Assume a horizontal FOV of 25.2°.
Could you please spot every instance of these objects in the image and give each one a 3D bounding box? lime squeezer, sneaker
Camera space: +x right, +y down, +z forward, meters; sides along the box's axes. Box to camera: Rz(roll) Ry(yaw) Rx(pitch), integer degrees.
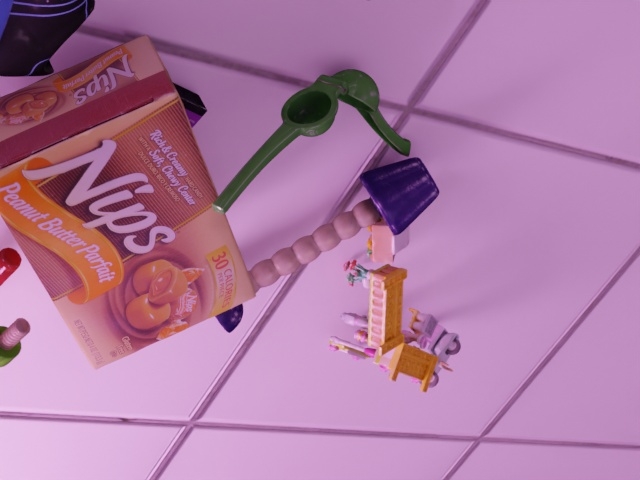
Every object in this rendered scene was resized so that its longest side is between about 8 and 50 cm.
[{"bbox_3d":[0.000,-0.112,1.400,0.310,0.059,0.110,-21,142,-51],"label":"lime squeezer"},{"bbox_3d":[-0.218,-0.226,1.156,0.090,0.081,0.232,5,137,-39],"label":"sneaker"}]

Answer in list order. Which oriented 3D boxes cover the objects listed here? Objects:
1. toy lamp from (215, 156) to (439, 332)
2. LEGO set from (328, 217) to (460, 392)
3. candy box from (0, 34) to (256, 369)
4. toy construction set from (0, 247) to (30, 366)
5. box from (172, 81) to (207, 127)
[{"bbox_3d":[0.000,0.000,1.536,0.275,0.080,0.080,-32,142,1],"label":"toy lamp"},{"bbox_3d":[0.065,0.084,1.683,0.132,0.107,0.287,-57,143,-23],"label":"LEGO set"},{"bbox_3d":[-0.188,-0.025,1.334,0.183,0.087,0.316,-25,142,-6],"label":"candy box"},{"bbox_3d":[-0.442,0.119,1.324,0.309,0.257,0.237,-20,166,-49],"label":"toy construction set"},{"bbox_3d":[-0.201,-0.093,1.347,0.162,0.029,0.116,-47,138,18],"label":"box"}]
